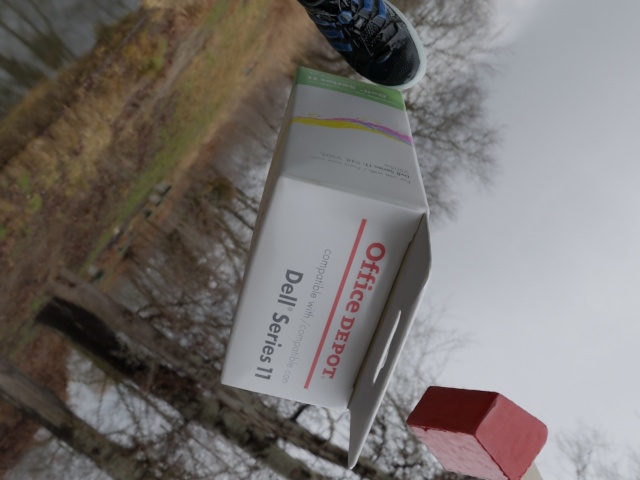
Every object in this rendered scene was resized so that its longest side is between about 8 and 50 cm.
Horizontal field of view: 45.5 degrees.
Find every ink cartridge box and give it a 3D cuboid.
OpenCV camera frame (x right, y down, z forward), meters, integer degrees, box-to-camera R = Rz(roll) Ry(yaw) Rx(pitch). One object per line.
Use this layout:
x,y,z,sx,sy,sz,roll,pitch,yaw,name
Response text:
0.000,0.000,0.675,0.353,0.119,0.207,-88,-166,-62,ink cartridge box

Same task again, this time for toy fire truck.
0.094,0.177,0.368,0.047,0.192,0.135,-8,-141,53,toy fire truck

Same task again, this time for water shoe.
0.016,-0.218,0.726,0.073,0.203,0.080,-42,-175,29,water shoe
